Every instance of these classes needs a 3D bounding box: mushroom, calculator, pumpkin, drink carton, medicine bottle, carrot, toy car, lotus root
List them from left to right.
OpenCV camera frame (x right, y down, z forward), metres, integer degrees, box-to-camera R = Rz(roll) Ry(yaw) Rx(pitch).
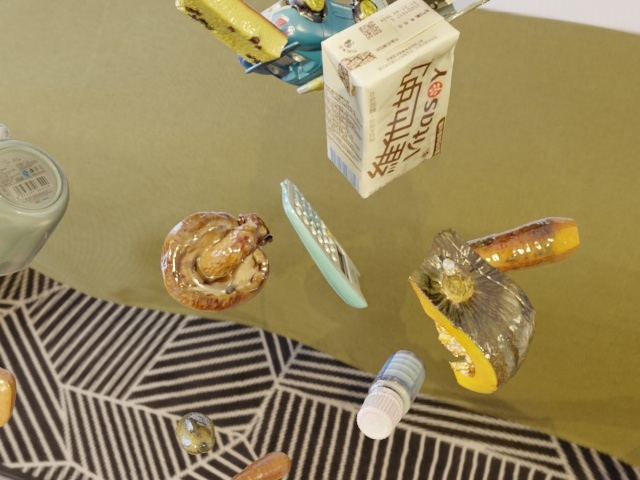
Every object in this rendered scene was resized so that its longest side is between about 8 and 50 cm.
[{"bbox_3d":[-0.295,0.456,1.697,0.089,0.179,0.080,-10,95,-20],"label":"lotus root"},{"bbox_3d":[-0.249,0.043,1.784,0.283,0.195,0.263,-29,101,1],"label":"mushroom"},{"bbox_3d":[-0.127,0.401,1.176,0.048,0.048,0.216,44,34,25],"label":"carrot"},{"bbox_3d":[-0.010,-0.369,1.366,0.198,0.314,0.165,-15,83,41],"label":"toy car"},{"bbox_3d":[0.000,0.000,1.898,0.054,0.386,0.256,-29,23,9],"label":"calculator"},{"bbox_3d":[0.117,-0.238,1.247,0.194,0.324,0.132,-33,64,-14],"label":"drink carton"},{"bbox_3d":[0.132,0.282,1.312,0.084,0.083,0.203,17,26,16],"label":"medicine bottle"},{"bbox_3d":[0.245,0.112,1.093,0.131,0.248,0.126,-40,22,-22],"label":"pumpkin"},{"bbox_3d":[0.475,0.022,1.753,0.302,0.114,0.114,-16,62,9],"label":"carrot"}]

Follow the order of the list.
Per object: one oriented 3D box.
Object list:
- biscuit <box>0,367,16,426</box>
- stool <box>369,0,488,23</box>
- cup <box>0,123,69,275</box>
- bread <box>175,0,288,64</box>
[{"bbox_3d":[-0.656,0.227,1.134,0.334,0.047,0.201,12,99,-4],"label":"biscuit"},{"bbox_3d":[0.192,-0.562,1.462,0.170,0.243,0.270,-33,19,-11],"label":"stool"},{"bbox_3d":[-0.777,-0.129,1.743,0.274,0.260,0.356,-36,65,39],"label":"cup"},{"bbox_3d":[-0.155,-0.343,1.061,0.088,0.226,0.049,8,72,52],"label":"bread"}]
